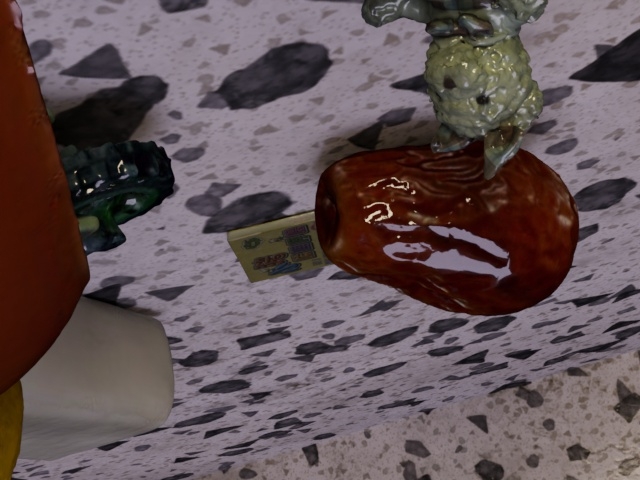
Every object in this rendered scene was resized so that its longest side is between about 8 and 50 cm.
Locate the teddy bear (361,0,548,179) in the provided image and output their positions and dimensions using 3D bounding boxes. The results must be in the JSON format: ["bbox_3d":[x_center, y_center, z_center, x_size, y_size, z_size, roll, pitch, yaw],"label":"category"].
[{"bbox_3d":[0.095,-0.158,0.679,0.133,0.111,0.213,10,139,34],"label":"teddy bear"}]

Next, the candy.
[{"bbox_3d":[-0.346,0.154,1.162,0.208,0.145,0.358,-22,157,20],"label":"candy"}]

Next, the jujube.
[{"bbox_3d":[0.122,-0.014,0.997,0.255,0.190,0.190,3,155,-21],"label":"jujube"}]

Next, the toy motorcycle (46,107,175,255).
[{"bbox_3d":[-0.296,-0.011,0.724,0.237,0.169,0.410,-37,160,28],"label":"toy motorcycle"}]

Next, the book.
[{"bbox_3d":[0.000,0.000,1.175,0.192,0.013,0.168,-14,160,1],"label":"book"}]

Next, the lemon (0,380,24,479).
[{"bbox_3d":[-0.346,0.165,0.861,0.188,0.257,0.188,5,134,6],"label":"lemon"}]

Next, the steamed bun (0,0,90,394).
[{"bbox_3d":[-0.242,-0.084,0.371,0.248,0.235,0.379,-18,142,-15],"label":"steamed bun"}]
